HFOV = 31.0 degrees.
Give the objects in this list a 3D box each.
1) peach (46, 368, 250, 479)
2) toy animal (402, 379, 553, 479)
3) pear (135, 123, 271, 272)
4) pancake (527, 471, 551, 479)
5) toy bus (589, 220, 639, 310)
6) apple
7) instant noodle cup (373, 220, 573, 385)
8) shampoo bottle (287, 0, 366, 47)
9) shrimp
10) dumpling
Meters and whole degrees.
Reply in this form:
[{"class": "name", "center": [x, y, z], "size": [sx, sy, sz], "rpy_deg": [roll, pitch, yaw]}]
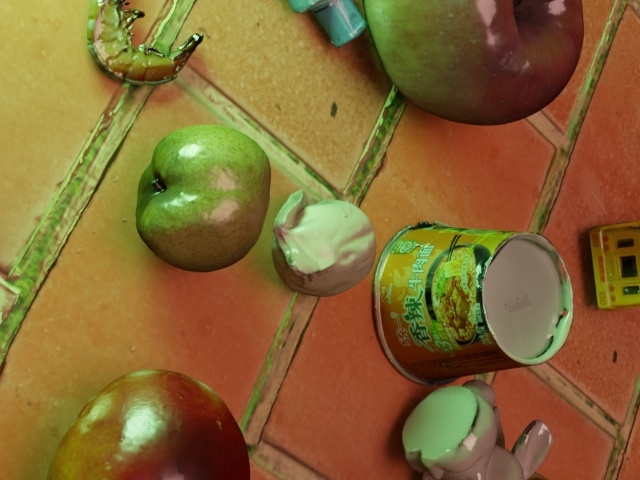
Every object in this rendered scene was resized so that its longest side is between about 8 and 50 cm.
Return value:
[{"class": "peach", "center": [-0.178, 0.251, 1.179], "size": [0.199, 0.243, 0.243], "rpy_deg": [34, 64, -12]}, {"class": "toy animal", "center": [0.205, 0.278, 1.535], "size": [0.193, 0.127, 0.178], "rpy_deg": [42, 63, -35]}, {"class": "pear", "center": [-0.132, -0.048, 1.280], "size": [0.137, 0.167, 0.167], "rpy_deg": [14, 77, -25]}, {"class": "pancake", "center": [0.313, 0.412, 1.679], "size": [0.158, 0.028, 0.158], "rpy_deg": [6, 81, -41]}, {"class": "toy bus", "center": [0.578, 0.027, 1.854], "size": [0.330, 0.152, 0.144], "rpy_deg": [-6, 88, -39]}, {"class": "apple", "center": [0.197, -0.294, 1.525], "size": [0.306, 0.235, 0.305], "rpy_deg": [1, 88, -39]}, {"class": "instant noodle cup", "center": [0.210, 0.081, 1.531], "size": [0.230, 0.182, 0.230], "rpy_deg": [4, 84, -38]}, {"class": "shampoo bottle", "center": [-0.028, -0.364, 1.460], "size": [0.104, 0.061, 0.258], "rpy_deg": [-49, 115, -30]}, {"class": "shrimp", "center": [-0.195, -0.273, 1.328], "size": [0.148, 0.035, 0.195], "rpy_deg": [9, 87, -36]}, {"class": "dumpling", "center": [0.000, 0.000, 1.419], "size": [0.199, 0.118, 0.136], "rpy_deg": [-7, 74, -66]}]
